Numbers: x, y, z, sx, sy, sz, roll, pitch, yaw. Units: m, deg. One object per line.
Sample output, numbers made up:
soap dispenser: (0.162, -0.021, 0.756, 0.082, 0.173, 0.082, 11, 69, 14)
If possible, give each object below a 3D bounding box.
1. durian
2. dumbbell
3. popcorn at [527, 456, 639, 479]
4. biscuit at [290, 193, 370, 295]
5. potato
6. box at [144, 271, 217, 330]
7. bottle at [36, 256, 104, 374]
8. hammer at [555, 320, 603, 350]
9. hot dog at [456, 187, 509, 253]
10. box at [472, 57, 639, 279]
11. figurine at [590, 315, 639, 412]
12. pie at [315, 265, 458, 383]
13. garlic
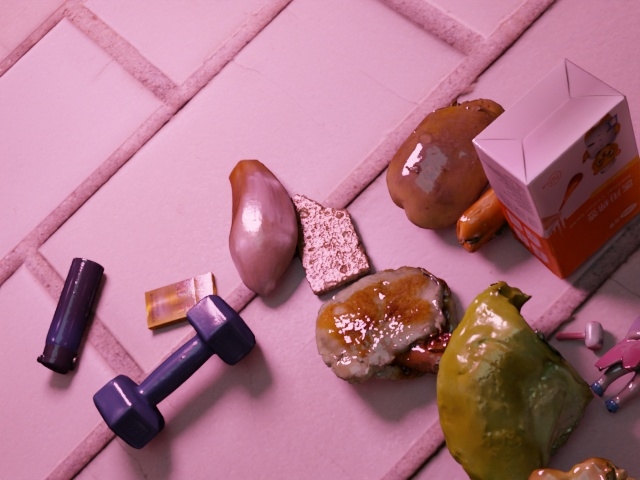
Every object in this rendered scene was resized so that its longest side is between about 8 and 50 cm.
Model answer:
durian: (0.314, 0.253, 1.636, 0.256, 0.204, 0.339, 32, 80, 17)
dumbbell: (-0.280, 0.251, 1.884, 0.325, 0.160, 0.144, -41, 88, -2)
popcorn: (0.383, 0.493, 1.447, 0.312, 0.312, 0.312, -8, 64, 16)
biscuit: (0.009, -0.009, 1.969, 0.131, 0.026, 0.237, -26, 59, 7)
potato: (0.250, -0.161, 1.889, 0.192, 0.141, 0.296, 33, 78, 27)
box: (-0.290, 0.127, 2.016, 0.156, 0.022, 0.089, -16, 62, 13)
bottle: (-0.527, 0.161, 2.060, 0.072, 0.082, 0.244, -27, 44, 61)
hammer: (0.458, 0.170, 1.721, 0.083, 0.031, 0.052, -5, 61, 25)
hot dog: (0.355, -0.073, 1.830, 0.249, 0.100, 0.068, -42, 63, -6)
box: (0.426, -0.113, 1.686, 0.225, 0.341, 0.143, -41, 51, -3)
figurine: (0.579, 0.200, 1.620, 0.260, 0.103, 0.205, -42, 57, 9)
pie: (0.124, 0.154, 1.820, 0.274, 0.105, 0.257, -9, 49, 13)
garlic: (-0.128, -0.044, 1.991, 0.143, 0.112, 0.318, -31, 48, 27)
